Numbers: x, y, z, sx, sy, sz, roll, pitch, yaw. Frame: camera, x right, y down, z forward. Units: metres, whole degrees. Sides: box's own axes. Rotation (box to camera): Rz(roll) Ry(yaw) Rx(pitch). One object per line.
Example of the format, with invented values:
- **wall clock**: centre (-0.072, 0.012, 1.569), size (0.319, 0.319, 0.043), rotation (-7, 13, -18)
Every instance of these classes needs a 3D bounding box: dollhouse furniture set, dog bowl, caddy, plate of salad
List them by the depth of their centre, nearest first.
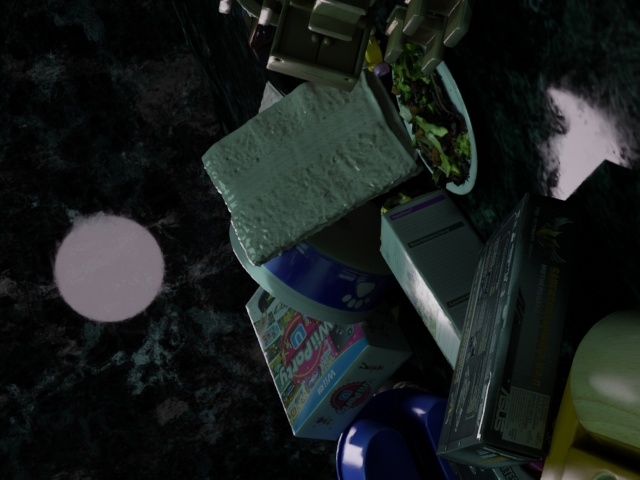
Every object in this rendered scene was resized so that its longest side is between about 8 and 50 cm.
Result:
- **dollhouse furniture set**: centre (0.024, -0.265, 0.782), size (0.242, 0.212, 0.161), rotation (145, 140, -79)
- **plate of salad**: centre (0.120, -0.142, 0.937), size (0.200, 0.048, 0.200), rotation (157, 90, -79)
- **dog bowl**: centre (0.000, 0.000, 1.256), size (0.104, 0.265, 0.265), rotation (-55, 45, 26)
- **caddy**: centre (0.172, 0.409, 1.333), size (0.341, 0.241, 0.179), rotation (67, 163, 5)

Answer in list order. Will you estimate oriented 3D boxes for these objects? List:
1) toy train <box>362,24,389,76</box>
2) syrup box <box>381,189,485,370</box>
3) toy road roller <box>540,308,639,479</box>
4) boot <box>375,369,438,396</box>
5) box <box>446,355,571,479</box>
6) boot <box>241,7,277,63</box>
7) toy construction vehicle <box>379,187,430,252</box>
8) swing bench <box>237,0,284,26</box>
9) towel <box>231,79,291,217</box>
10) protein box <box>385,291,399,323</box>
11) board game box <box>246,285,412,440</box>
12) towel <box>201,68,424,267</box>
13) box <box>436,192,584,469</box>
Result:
- **toy train**: centre (0.037, -0.263, 0.994), size (0.166, 0.046, 0.125), rotation (62, -174, -53)
- **syrup box**: centre (0.167, 0.059, 0.994), size (0.093, 0.096, 0.237), rotation (85, 160, -55)
- **toy road roller**: centre (0.293, 0.226, 0.577), size (0.202, 0.240, 0.330), rotation (162, 122, -80)
- **boot**: centre (0.186, 0.415, 1.579), size (0.284, 0.138, 0.377), rotation (167, 86, -80)
- **box**: centre (0.260, 0.279, 0.875), size (0.247, 0.142, 0.163), rotation (59, 166, 32)
- **boot**: centre (-0.111, -0.401, 1.456), size (0.106, 0.082, 0.219), rotation (63, 171, 7)
- **toy construction vehicle**: centre (0.112, -0.030, 1.111), size (0.035, 0.098, 0.086), rotation (37, 136, 27)
- **swing bench**: centre (-0.093, -0.424, 1.086), size (0.253, 0.165, 0.255), rotation (-127, 17, -52)
- **towel**: centre (-0.081, -0.111, 1.591), size (0.317, 0.053, 0.332), rotation (-126, 48, -56)
- **protein box**: centre (0.048, 0.119, 1.612), size (0.200, 0.136, 0.201), rotation (86, 159, -58)
- **board game box**: centre (0.003, 0.146, 1.383), size (0.224, 0.097, 0.303), rotation (-54, 40, 25)
- **towel**: centre (-0.015, -0.107, 1.102), size (0.187, 0.282, 0.049), rotation (64, -165, 18)
- **box**: centre (0.176, 0.094, 0.776), size (0.183, 0.056, 0.231), rotation (99, -174, -71)
